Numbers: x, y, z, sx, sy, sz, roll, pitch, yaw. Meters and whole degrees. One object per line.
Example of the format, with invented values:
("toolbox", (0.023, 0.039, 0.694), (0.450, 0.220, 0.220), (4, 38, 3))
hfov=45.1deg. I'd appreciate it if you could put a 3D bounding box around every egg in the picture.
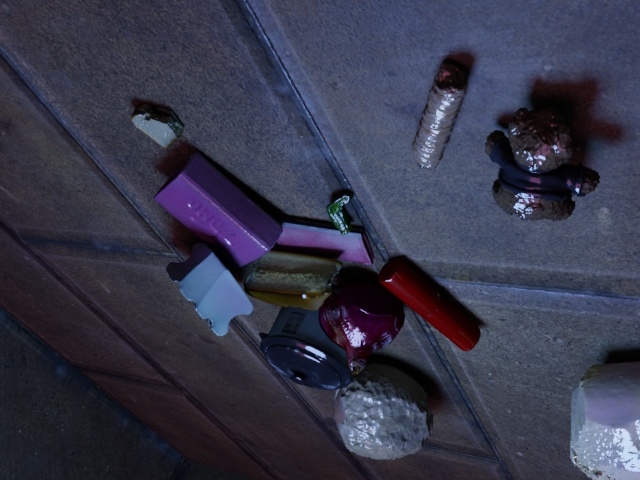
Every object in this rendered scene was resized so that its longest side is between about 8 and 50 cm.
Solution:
("egg", (0.168, 0.466, 2.090), (0.279, 0.279, 0.310), (-6, 151, 42))

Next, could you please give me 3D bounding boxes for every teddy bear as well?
("teddy bear", (0.336, -0.095, 1.193), (0.182, 0.129, 0.251), (11, 148, 19))

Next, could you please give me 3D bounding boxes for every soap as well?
("soap", (-0.228, -0.061, 1.698), (0.259, 0.081, 0.181), (42, 147, -16))
("soap", (-0.267, 0.113, 1.841), (0.208, 0.115, 0.347), (51, 170, -3))

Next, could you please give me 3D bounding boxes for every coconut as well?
("coconut", (0.680, 0.383, 1.545), (0.297, 0.297, 0.310), (40, 150, -24))

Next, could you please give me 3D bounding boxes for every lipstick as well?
("lipstick", (0.246, 0.144, 1.703), (0.280, 0.073, 0.073), (39, 148, -22))

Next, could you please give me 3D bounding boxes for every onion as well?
("onion", (0.091, 0.193, 1.746), (0.195, 0.218, 0.139), (15, 147, -5))

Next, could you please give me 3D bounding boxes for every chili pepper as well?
("chili pepper", (0.039, -0.061, 1.574), (0.056, 0.035, 0.117), (7, 138, 6))

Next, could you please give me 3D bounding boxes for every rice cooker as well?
("rice cooker", (-0.014, 0.251, 1.911), (0.281, 0.227, 0.241), (12, 148, 21))

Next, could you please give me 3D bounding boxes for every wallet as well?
("wallet", (0.000, 0.000, 1.703), (0.232, 0.025, 0.119), (10, 146, 26))

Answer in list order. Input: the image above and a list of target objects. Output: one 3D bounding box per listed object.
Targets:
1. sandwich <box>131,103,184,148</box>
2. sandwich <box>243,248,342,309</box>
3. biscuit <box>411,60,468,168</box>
("sandwich", (-0.331, -0.238, 1.563), (0.105, 0.035, 0.093), (35, 150, -14))
("sandwich", (-0.041, 0.092, 1.751), (0.236, 0.122, 0.128), (7, 167, 35))
("biscuit", (0.186, -0.192, 1.230), (0.055, 0.061, 0.219), (-17, 155, -16))
